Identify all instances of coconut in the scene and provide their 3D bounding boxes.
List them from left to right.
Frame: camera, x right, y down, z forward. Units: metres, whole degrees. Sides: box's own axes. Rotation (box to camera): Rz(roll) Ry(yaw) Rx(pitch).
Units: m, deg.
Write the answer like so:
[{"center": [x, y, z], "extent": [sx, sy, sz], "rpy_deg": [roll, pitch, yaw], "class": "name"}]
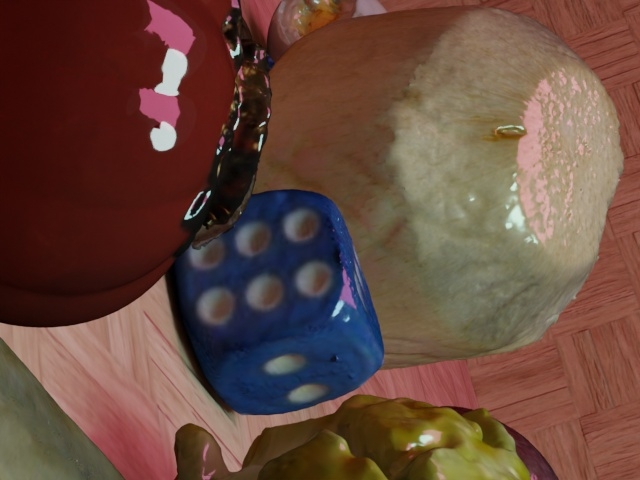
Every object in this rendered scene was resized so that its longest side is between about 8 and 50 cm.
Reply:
[{"center": [0.095, -0.059, 1.679], "extent": [0.345, 0.415, 0.415], "rpy_deg": [54, 16, -29], "class": "coconut"}]

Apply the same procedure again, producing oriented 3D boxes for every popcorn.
[{"center": [0.021, 0.222, 0.968], "extent": [0.276, 0.225, 0.276], "rpy_deg": [-179, -90, -73], "class": "popcorn"}]

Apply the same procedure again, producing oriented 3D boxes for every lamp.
[{"center": [-0.121, -0.069, 0.772], "extent": [0.227, 0.227, 0.227], "rpy_deg": [-19, 90, -82], "class": "lamp"}]

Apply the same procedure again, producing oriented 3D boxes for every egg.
[{"center": [0.025, -0.237, 2.187], "extent": [0.217, 0.183, 0.183], "rpy_deg": [66, 10, -53], "class": "egg"}]

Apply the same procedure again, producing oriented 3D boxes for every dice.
[{"center": [-0.034, 0.052, 1.325], "extent": [0.146, 0.143, 0.146], "rpy_deg": [64, 10, -60], "class": "dice"}]

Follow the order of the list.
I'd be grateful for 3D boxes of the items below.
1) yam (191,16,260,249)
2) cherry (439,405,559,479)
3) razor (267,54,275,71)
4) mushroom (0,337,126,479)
[{"center": [-0.104, -0.108, 1.288], "extent": [0.280, 0.131, 0.131], "rpy_deg": [-92, 162, -64], "class": "yam"}, {"center": [0.181, 0.315, 1.898], "extent": [0.285, 0.213, 0.236], "rpy_deg": [-113, -173, -56], "class": "cherry"}, {"center": [-0.040, -0.154, 2.075], "extent": [0.082, 0.042, 0.253], "rpy_deg": [-59, 146, -21], "class": "razor"}, {"center": [-0.126, 0.141, 0.774], "extent": [0.100, 0.081, 0.312], "rpy_deg": [-104, 166, -47], "class": "mushroom"}]
